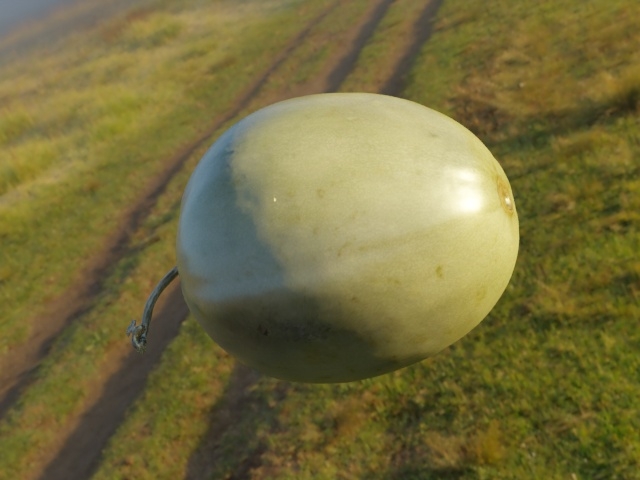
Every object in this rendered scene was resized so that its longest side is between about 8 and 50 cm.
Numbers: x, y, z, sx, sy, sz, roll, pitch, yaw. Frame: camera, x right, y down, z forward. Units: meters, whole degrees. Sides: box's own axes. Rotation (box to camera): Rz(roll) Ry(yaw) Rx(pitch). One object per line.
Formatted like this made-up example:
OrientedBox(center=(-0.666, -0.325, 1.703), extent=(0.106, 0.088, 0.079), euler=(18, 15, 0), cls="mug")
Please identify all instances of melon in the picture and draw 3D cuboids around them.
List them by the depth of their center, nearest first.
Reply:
OrientedBox(center=(0.015, -0.001, 0.835), extent=(0.308, 0.271, 0.271), euler=(14, 34, 14), cls="melon")
